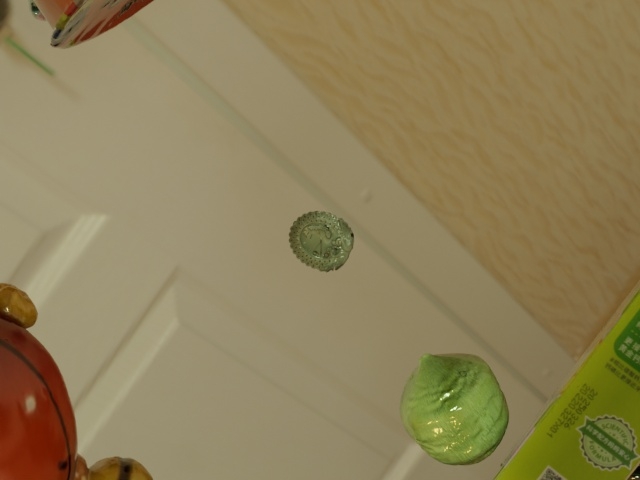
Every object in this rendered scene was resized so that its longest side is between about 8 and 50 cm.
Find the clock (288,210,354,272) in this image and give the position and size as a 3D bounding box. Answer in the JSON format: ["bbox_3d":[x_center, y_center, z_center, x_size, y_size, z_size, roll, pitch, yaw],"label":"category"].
[{"bbox_3d":[0.000,0.000,1.642,0.083,0.010,0.074,24,98,6],"label":"clock"}]

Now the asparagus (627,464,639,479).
[{"bbox_3d":[0.285,0.233,1.291,0.108,0.382,0.128,33,97,5],"label":"asparagus"}]

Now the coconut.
[{"bbox_3d":[0.102,0.127,1.012,0.087,0.096,0.088,-30,14,8],"label":"coconut"}]

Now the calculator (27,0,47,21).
[{"bbox_3d":[-0.309,-0.408,1.610,0.041,0.185,0.299,13,67,-2],"label":"calculator"}]

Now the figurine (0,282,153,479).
[{"bbox_3d":[-0.264,0.173,0.846,0.196,0.320,0.323,173,88,-75],"label":"figurine"}]

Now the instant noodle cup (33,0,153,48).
[{"bbox_3d":[-0.175,-0.303,1.036,0.250,0.192,0.250,-39,4,4],"label":"instant noodle cup"}]

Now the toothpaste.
[{"bbox_3d":[0.250,0.074,0.959,0.077,0.110,0.327,37,99,12],"label":"toothpaste"}]
